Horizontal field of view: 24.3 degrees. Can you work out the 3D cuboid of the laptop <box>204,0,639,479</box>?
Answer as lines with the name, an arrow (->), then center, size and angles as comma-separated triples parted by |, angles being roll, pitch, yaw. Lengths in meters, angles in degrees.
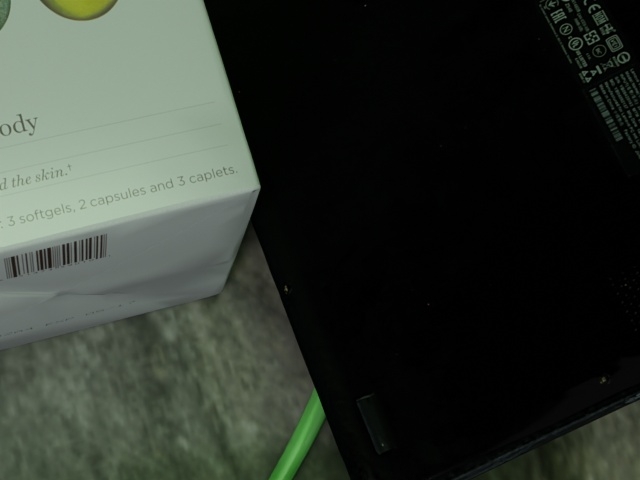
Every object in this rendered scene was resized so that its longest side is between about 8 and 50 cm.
laptop -> 0.174, -0.071, 0.866 | 0.408, 0.236, 0.382 | -27, 61, 9

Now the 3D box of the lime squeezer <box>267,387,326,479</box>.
lime squeezer -> 0.000, 0.000, 0.853 | 0.110, 0.059, 0.310 | -3, 75, -11

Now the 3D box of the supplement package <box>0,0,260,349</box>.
supplement package -> -0.171, -0.094, 0.775 | 0.199, 0.198, 0.262 | -14, 76, -13
